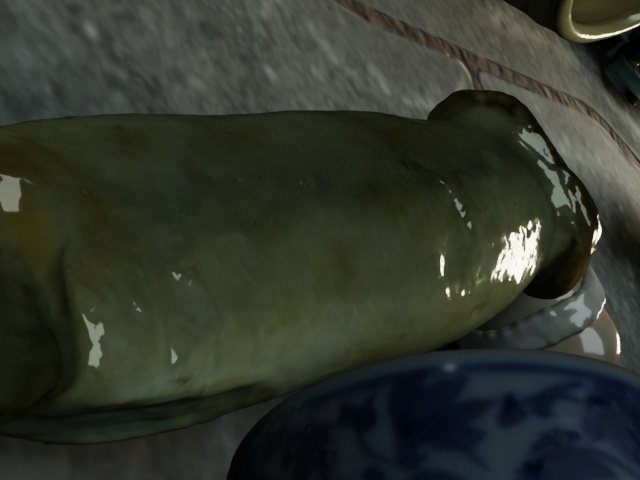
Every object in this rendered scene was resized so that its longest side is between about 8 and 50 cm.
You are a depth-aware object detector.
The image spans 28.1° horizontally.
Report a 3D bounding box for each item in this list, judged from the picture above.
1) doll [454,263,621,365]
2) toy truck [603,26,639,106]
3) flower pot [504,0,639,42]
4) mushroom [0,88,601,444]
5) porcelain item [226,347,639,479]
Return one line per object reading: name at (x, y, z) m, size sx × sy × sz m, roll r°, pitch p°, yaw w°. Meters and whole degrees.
doll at (0.098, 0.041, 0.601) m, size 0.084 × 0.073 × 0.127 m, roll 150°, pitch -83°, yaw -86°
toy truck at (0.304, -0.158, 1.053) m, size 0.256 × 0.108 × 0.140 m, roll 30°, pitch 29°, yaw -40°
flower pot at (0.185, -0.304, 0.817) m, size 0.244 × 0.307 × 0.307 m, roll 53°, pitch 26°, yaw 17°
mushroom at (0.000, 0.000, 0.444) m, size 0.312 × 0.081 × 0.100 m, roll -12°, pitch 57°, yaw -53°
porcelain item at (0.044, 0.113, 0.362) m, size 0.147 × 0.147 × 0.114 m, roll 36°, pitch 38°, yaw -39°
